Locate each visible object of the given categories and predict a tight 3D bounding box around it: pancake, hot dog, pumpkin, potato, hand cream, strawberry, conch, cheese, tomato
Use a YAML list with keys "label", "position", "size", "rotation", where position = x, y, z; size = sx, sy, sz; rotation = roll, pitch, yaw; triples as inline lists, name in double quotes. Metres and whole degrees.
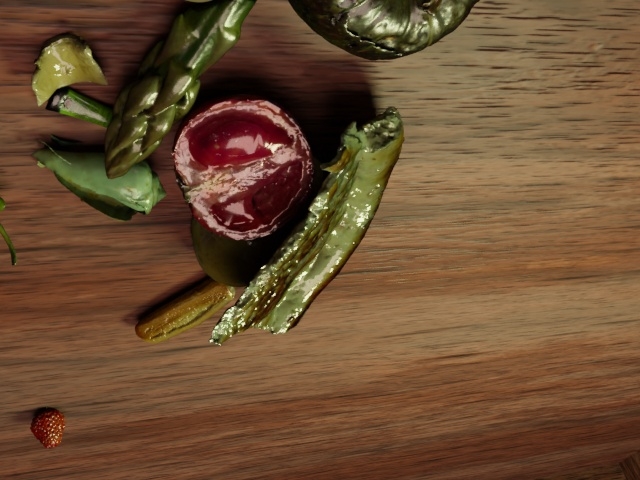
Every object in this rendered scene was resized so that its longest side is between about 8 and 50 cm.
- label: "pancake"
  position: [0.002, 0.000, 0.854]
  size: [0.426, 0.067, 0.305]
  rotation: [-55, 169, 22]
- label: "hot dog"
  position: [-0.240, 0.126, 1.081]
  size: [0.216, 0.047, 0.066]
  rotation: [-31, 103, 19]
- label: "pumpkin"
  position: [0.071, -0.280, 0.550]
  size: [0.238, 0.159, 0.238]
  rotation: [-26, 149, -17]
- label: "potato"
  position: [-0.099, -0.010, 0.906]
  size: [0.160, 0.111, 0.271]
  rotation: [11, 137, -33]
- label: "hand cream"
  position: [-0.267, -0.153, 0.735]
  size: [0.122, 0.023, 0.036]
  rotation: [19, 112, -35]
- label: "strawberry"
  position: [-0.586, 0.407, 1.296]
  size: [0.073, 0.083, 0.073]
  rotation: [-14, 137, -13]
- label: "conch"
  position: [-0.290, -0.076, 0.792]
  size: [0.170, 0.079, 0.105]
  rotation: [17, 128, -14]
- label: "cheese"
  position: [-0.289, -0.189, 0.668]
  size: [0.084, 0.041, 0.060]
  rotation: [-29, 151, -7]
- label: "tomato"
  position: [-0.099, -0.106, 0.780]
  size: [0.173, 0.099, 0.189]
  rotation: [-15, 123, -1]

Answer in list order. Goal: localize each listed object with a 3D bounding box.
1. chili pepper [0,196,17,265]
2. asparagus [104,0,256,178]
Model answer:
- label: "chili pepper"
  position: [-0.445, -0.064, 0.750]
  size: [0.072, 0.073, 0.204]
  rotation: [-2, 133, 13]
- label: "asparagus"
  position: [-0.178, -0.179, 0.688]
  size: [0.080, 0.080, 0.287]
  rotation: [20, 121, -37]
